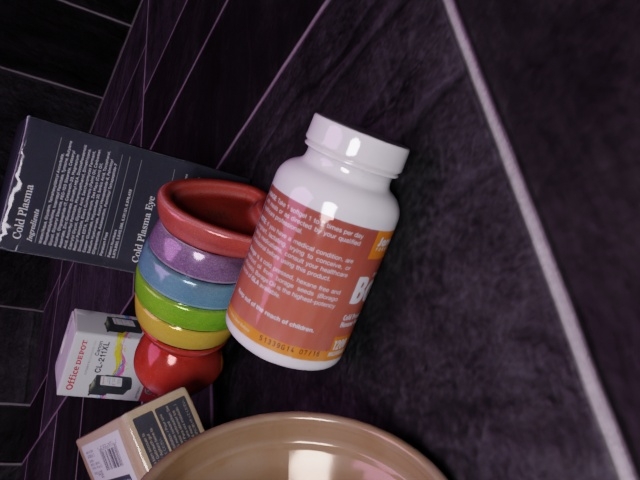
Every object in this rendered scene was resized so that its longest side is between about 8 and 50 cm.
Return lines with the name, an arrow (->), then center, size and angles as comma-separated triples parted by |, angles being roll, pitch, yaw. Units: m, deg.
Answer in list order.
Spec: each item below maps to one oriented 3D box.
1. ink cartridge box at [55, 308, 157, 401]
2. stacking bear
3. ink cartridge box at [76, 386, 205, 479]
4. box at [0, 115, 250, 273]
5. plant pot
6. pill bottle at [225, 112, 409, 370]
ink cartridge box -> -0.338, 0.196, 1.019 | 0.128, 0.175, 0.072 | -66, 31, 19
stacking bear -> -0.164, 0.081, 0.795 | 0.175, 0.164, 0.289 | 55, 130, 53
ink cartridge box -> -0.207, 0.306, 0.762 | 0.234, 0.088, 0.193 | -36, 76, 49
box -> -0.330, -0.063, 0.970 | 0.343, 0.312, 0.179 | 16, 92, 60
plant pot -> -0.018, 0.233, 0.419 | 0.237, 0.237, 0.110 | -138, 44, -57
pill bottle -> 0.000, 0.000, 0.565 | 0.121, 0.121, 0.216 | 45, 118, 57
